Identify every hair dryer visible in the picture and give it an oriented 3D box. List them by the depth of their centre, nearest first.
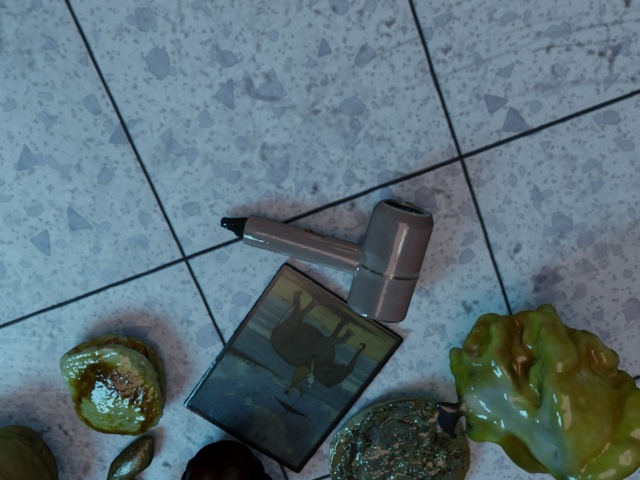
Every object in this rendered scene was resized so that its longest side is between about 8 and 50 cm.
[{"bbox_3d":[0.000,0.000,1.039,0.344,0.107,0.189,15,105,3],"label":"hair dryer"}]

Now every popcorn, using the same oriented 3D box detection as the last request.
[{"bbox_3d":[0.362,0.252,1.031,0.316,0.281,0.297,42,144,9],"label":"popcorn"}]

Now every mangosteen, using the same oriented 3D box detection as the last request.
[{"bbox_3d":[-0.161,0.448,1.121,0.184,0.172,0.172,36,104,13],"label":"mangosteen"}]

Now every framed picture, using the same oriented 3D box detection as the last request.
[{"bbox_3d":[-0.052,0.242,1.144,0.265,0.016,0.347,34,104,-9],"label":"framed picture"}]

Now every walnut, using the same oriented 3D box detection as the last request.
[{"bbox_3d":[-0.581,0.461,1.114,0.224,0.257,0.257,-3,109,35],"label":"walnut"}]

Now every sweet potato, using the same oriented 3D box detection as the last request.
[{"bbox_3d":[-0.376,0.452,1.187,0.065,0.051,0.218,30,104,-10],"label":"sweet potato"}]

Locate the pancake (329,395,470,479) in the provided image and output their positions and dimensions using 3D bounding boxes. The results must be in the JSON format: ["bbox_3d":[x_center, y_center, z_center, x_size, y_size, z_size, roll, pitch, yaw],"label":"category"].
[{"bbox_3d":[0.147,0.408,1.172,0.282,0.049,0.282,0,107,1],"label":"pancake"}]

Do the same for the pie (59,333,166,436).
[{"bbox_3d":[-0.367,0.262,1.116,0.179,0.084,0.205,-9,109,3],"label":"pie"}]
